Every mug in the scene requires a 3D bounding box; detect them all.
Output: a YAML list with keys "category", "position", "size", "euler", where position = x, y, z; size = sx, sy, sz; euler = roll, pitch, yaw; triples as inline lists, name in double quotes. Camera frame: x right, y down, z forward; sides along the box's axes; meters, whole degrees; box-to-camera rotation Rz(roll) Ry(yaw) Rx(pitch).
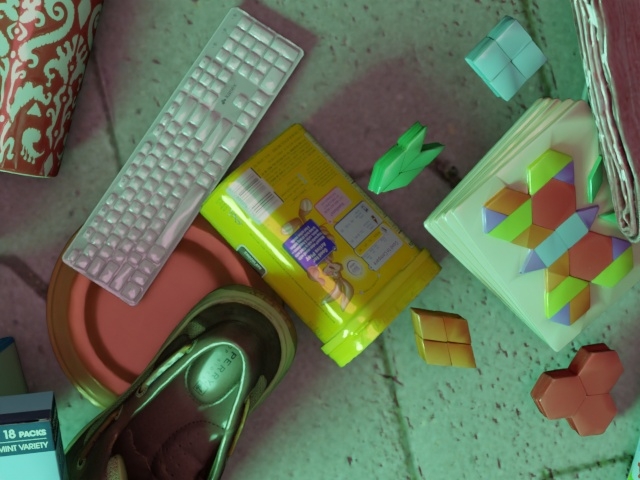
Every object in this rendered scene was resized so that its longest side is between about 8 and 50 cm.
- category: "mug"
  position: [-0.249, -0.146, 1.190]
  size: [0.113, 0.150, 0.169]
  euler: [8, 98, -37]

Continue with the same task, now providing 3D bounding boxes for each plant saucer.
- category: "plant saucer"
  position: [-0.130, 0.059, 1.217]
  size: [0.200, 0.037, 0.200]
  euler: [0, 92, -1]

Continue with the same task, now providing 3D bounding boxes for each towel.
- category: "towel"
  position: [0.345, -0.166, 1.132]
  size: [0.329, 0.037, 0.237]
  euler: [-25, 113, -19]

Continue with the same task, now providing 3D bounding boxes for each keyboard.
- category: "keyboard"
  position: [-0.111, -0.070, 1.199]
  size: [0.072, 0.014, 0.256]
  euler: [32, 81, 6]

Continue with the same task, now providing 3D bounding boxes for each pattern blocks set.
- category: "pattern blocks set"
  position: [0.185, -0.007, 1.145]
  size: [0.325, 0.026, 0.285]
  euler: [33, 96, -29]

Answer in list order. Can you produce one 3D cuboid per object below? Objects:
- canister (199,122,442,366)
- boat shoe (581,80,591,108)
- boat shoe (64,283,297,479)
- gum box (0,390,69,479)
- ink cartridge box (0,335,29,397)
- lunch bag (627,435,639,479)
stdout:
- category: "canister"
  position: [0.000, 0.000, 1.177]
  size: [0.170, 0.073, 0.126]
  euler: [47, 46, 1]
- category: "boat shoe"
  position: [0.300, -0.175, 1.186]
  size: [0.114, 0.091, 0.302]
  euler: [22, 92, -2]
- category: "boat shoe"
  position: [-0.142, 0.189, 1.150]
  size: [0.123, 0.123, 0.342]
  euler: [37, 108, -4]
- category: "gum box"
  position: [-0.263, 0.205, 1.085]
  size: [0.157, 0.041, 0.184]
  euler: [-6, 119, -3]
- category: "ink cartridge box"
  position: [-0.344, 0.148, 1.162]
  size: [0.203, 0.148, 0.086]
  euler: [-14, 96, 1]
- category: "lunch bag"
  position: [0.325, 0.161, 1.163]
  size: [0.096, 0.151, 0.128]
  euler: [10, 94, -29]
